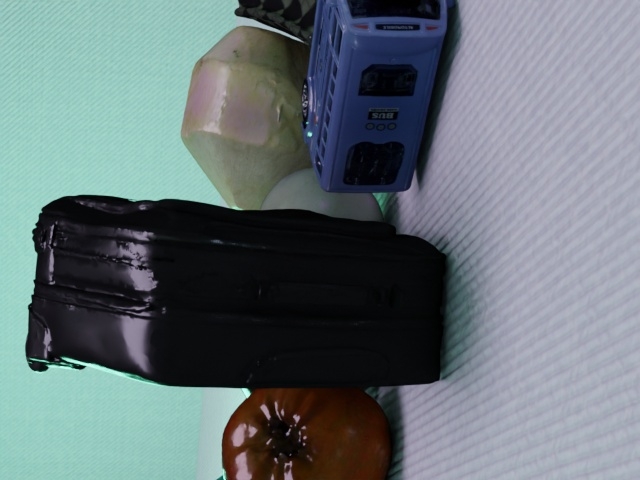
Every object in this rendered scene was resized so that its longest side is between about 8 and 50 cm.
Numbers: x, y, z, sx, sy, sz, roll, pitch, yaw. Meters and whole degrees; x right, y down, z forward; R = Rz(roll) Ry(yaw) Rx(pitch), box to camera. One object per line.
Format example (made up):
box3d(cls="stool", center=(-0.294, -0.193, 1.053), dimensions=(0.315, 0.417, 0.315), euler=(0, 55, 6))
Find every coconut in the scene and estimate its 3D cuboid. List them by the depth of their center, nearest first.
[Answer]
box3d(cls="coconut", center=(-0.071, -0.140, 1.769), dimensions=(0.237, 0.197, 0.236), euler=(-166, 90, -85))

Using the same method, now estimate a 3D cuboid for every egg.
box3d(cls="egg", center=(0.000, 0.000, 1.679), dimensions=(0.209, 0.151, 0.151), euler=(87, -179, -65))

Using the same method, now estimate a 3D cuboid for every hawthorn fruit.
box3d(cls="hawthorn fruit", center=(-0.008, 0.251, 1.629), dimensions=(0.225, 0.197, 0.196), euler=(57, -153, -61))

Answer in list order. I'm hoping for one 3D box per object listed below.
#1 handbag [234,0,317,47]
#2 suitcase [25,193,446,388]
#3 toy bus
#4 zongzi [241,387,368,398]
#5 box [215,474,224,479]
box3d(cls="handbag", center=(0.030, -0.421, 1.601), dimensions=(0.317, 0.180, 0.416), euler=(-138, 56, -68))
box3d(cls="suitcase", center=(-0.080, 0.057, 1.388), dimensions=(0.339, 0.345, 0.188), euler=(7, 91, 55))
box3d(cls="toy bus", center=(0.057, -0.186, 1.442), dimensions=(0.292, 0.126, 0.133), euler=(99, 166, -45))
box3d(cls="zongzi", center=(-0.081, 0.166, 1.736), dimensions=(0.242, 0.221, 0.112), euler=(-47, 24, 35))
box3d(cls="box", center=(-0.066, 0.428, 1.918), dimensions=(0.226, 0.042, 0.161), euler=(53, -179, -17))
